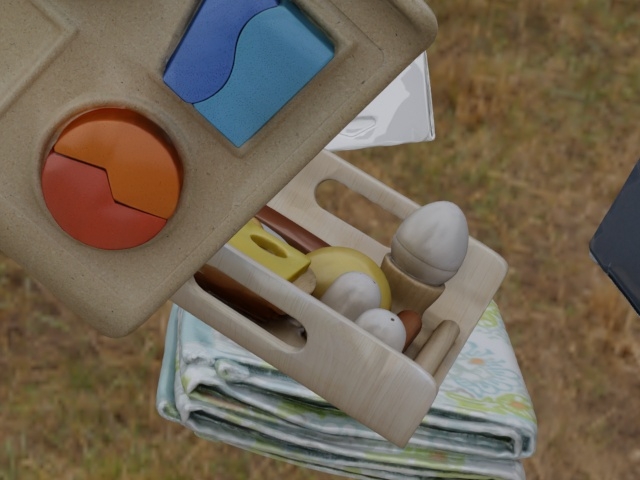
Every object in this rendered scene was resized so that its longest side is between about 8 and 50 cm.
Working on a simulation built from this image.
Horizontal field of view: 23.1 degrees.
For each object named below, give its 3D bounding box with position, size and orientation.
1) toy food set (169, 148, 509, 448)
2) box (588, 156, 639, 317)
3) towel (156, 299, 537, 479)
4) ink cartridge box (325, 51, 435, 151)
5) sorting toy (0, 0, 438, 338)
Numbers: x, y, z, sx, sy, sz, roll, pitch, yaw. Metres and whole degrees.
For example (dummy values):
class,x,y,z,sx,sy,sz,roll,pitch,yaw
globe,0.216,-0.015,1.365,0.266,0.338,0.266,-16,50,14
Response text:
class,x,y,z,sx,sy,sz,roll,pitch,yaw
toy food set,0.000,0.000,0.958,0.219,0.092,0.306,32,15,6
box,0.450,0.039,1.126,0.395,0.212,0.293,11,30,-27
towel,0.019,0.099,1.437,0.320,0.090,0.374,14,21,-7
ink cartridge box,0.009,-0.154,1.653,0.172,0.100,0.237,-7,10,-9
sorting toy,-0.132,-0.116,0.668,0.307,0.229,0.041,42,21,-15
